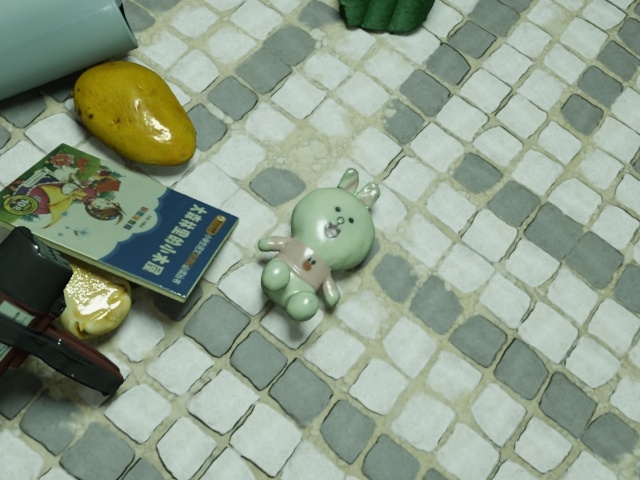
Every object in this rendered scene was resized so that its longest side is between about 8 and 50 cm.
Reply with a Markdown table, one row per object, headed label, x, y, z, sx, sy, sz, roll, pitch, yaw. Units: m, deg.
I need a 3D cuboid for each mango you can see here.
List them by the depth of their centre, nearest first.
| label | x | y | z | sx | sy | sz | roll | pitch | yaw |
| --- | --- | --- | --- | --- | --- | --- | --- | --- | --- |
| mango | -0.294 | -0.206 | 1.172 | 0.227 | 0.109 | 0.147 | 35 | 64 | 7 |

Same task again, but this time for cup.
| label | x | y | z | sx | sy | sz | roll | pitch | yaw |
| --- | --- | --- | --- | --- | --- | --- | --- | --- | --- |
| cup | -0.470 | -0.348 | 1.141 | 0.312 | 0.205 | 0.205 | -24 | 71 | -4 |

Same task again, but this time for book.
| label | x | y | z | sx | sy | sz | roll | pitch | yaw |
| --- | --- | --- | --- | --- | --- | --- | --- | --- | --- |
| book | -0.306 | -0.038 | 1.090 | 0.323 | 0.018 | 0.228 | 22 | 36 | 2 |

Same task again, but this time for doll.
| label | x | y | z | sx | sy | sz | roll | pitch | yaw |
| --- | --- | --- | --- | --- | --- | --- | --- | --- | --- |
| doll | -0.006 | 0.007 | 1.126 | 0.155 | 0.113 | 0.275 | 35 | 59 | -2 |

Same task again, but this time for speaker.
| label | x | y | z | sx | sy | sz | roll | pitch | yaw |
| --- | --- | --- | --- | --- | --- | --- | --- | --- | --- |
| speaker | -0.409 | 0.173 | 0.908 | 0.259 | 0.198 | 0.329 | 45 | 85 | -9 |

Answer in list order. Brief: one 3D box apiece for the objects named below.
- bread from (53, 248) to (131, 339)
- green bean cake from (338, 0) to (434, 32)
| label | x | y | z | sx | sy | sz | roll | pitch | yaw |
| --- | --- | --- | --- | --- | --- | --- | --- | --- | --- |
| bread | -0.356 | 0.066 | 1.055 | 0.119 | 0.084 | 0.177 | -37 | 76 | -28 |
| green bean cake | 0.072 | -0.564 | 1.354 | 0.300 | 0.169 | 0.307 | 6 | 67 | -6 |
